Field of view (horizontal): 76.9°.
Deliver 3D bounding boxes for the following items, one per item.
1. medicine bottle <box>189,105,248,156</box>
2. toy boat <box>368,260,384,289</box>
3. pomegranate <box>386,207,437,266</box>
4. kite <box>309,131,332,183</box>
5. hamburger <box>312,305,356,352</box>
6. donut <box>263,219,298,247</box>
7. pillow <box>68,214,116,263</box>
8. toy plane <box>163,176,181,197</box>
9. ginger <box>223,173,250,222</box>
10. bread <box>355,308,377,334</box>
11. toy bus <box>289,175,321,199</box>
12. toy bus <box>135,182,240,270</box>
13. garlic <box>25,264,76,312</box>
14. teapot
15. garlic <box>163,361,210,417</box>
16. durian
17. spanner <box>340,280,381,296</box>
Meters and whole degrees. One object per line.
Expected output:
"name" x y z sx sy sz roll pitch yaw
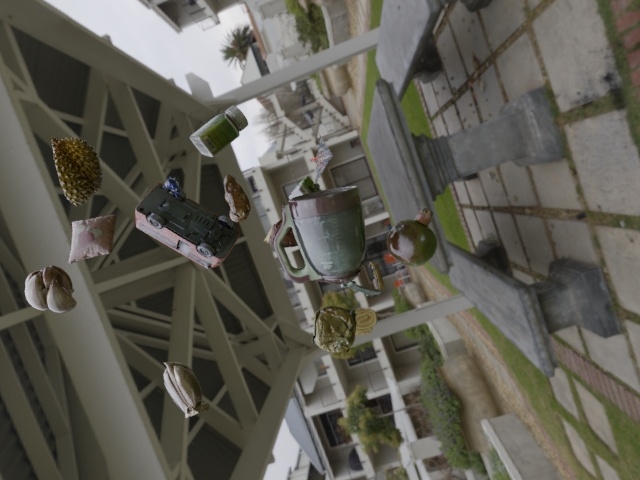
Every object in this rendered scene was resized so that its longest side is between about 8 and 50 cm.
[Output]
"medicine bottle" -0.354 -0.387 1.432 0.132 0.188 0.088 24 154 54
"toy boat" 0.271 0.167 1.958 0.047 0.049 0.149 55 -161 -66
"pomegranate" 0.330 -0.014 1.401 0.180 0.209 0.180 31 -175 -3
"kite" 0.003 -0.359 1.732 0.189 0.009 0.231 3 86 58
"hamburger" 0.060 0.383 1.721 0.129 0.184 0.205 82 -166 -55
"donut" -0.082 -0.056 1.697 0.151 0.295 0.112 40 144 18
"pillow" -1.082 -0.014 1.910 0.084 0.224 0.235 71 -175 -60
"toy plane" -0.598 -0.216 1.637 0.167 0.062 0.053 114 138 -78
"ginger" -0.269 -0.130 1.314 0.103 0.074 0.161 115 138 -61
"bread" 0.203 0.400 1.966 0.073 0.150 0.122 101 156 -74
"toy bus" -0.013 -0.176 2.062 0.301 0.113 0.139 46 -135 -10
"toy bus" -0.599 -0.050 1.818 0.427 0.233 0.203 33 -125 -9
"garlic" -1.090 0.208 1.620 0.214 0.160 0.191 44 156 48
"teapot" 0.000 0.000 1.331 0.233 0.316 0.311 -63 -38 -78
"garlic" -0.719 0.778 2.125 0.132 0.279 0.324 -19 -106 -47
"durian" -0.869 -0.247 1.467 0.183 0.138 0.249 47 141 47
"spanner" 0.176 0.205 1.687 0.302 0.071 0.017 28 -132 -56
